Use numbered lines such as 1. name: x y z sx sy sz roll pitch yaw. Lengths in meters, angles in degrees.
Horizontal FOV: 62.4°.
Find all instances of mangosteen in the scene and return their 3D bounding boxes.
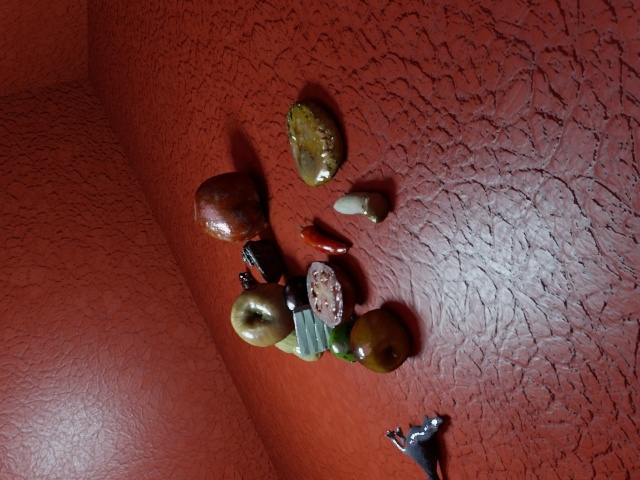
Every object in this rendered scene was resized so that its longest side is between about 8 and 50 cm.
1. mangosteen: -0.059 0.197 1.892 0.152 0.152 0.152 41 145 39

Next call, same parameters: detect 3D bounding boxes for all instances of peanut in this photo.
1. peanut: -0.104 0.390 2.120 0.319 0.147 0.147 22 131 41

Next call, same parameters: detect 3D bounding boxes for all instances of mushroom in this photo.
1. mushroom: 0.105 -0.094 1.425 0.084 0.071 0.209 41 167 -27

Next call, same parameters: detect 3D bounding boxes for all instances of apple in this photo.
1. apple: 0.168 0.299 1.564 0.173 0.160 0.195 -123 25 -67
2. apple: -0.208 0.279 2.012 0.261 0.261 0.194 57 -164 16

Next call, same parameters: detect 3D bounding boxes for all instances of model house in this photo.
1. model house: -0.240 0.087 2.114 0.164 0.141 0.203 -17 100 53

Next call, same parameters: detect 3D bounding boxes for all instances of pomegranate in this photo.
1. pomegranate: 0.083 0.325 1.746 0.169 0.122 0.143 65 155 -3

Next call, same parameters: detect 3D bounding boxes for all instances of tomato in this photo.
1. tomato: 0.040 0.166 1.715 0.225 0.085 0.225 30 128 50

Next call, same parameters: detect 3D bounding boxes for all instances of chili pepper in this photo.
1. chili pepper: 0.000 0.000 1.698 0.272 0.063 0.071 28 147 46

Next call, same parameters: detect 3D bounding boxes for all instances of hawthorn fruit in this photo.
1. hawthorn fruit: -0.341 -0.125 2.005 0.284 0.284 0.284 41 145 39

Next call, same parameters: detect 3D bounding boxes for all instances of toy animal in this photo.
1. toy animal: 0.305 0.656 1.658 0.206 0.081 0.367 17 127 42

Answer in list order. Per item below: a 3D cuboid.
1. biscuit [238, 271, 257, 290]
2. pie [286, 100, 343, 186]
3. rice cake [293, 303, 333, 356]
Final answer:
1. biscuit: -0.305 0.254 2.446 0.235 0.063 0.151 46 147 39
2. pie: -0.028 -0.276 1.510 0.273 0.069 0.273 38 139 44
3. rice cake: -0.005 0.305 1.851 0.037 0.189 0.198 -103 -3 -64
